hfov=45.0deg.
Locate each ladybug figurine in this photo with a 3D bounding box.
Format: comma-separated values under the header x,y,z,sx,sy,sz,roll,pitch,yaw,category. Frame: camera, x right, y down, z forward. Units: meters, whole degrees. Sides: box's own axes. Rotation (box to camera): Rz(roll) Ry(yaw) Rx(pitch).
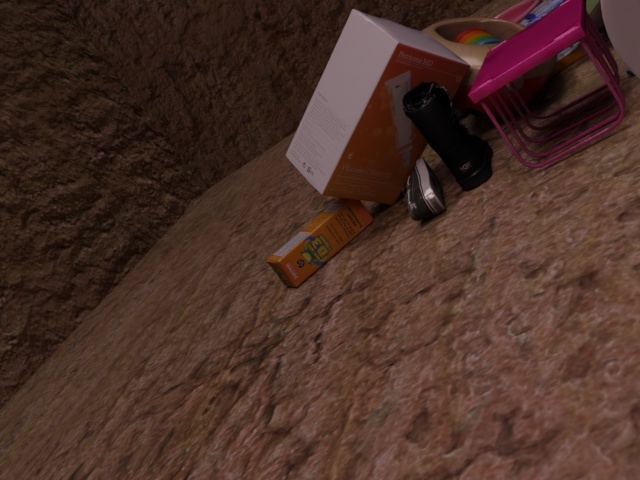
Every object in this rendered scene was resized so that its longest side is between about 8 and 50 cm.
x,y,z,sx,sy,sz,roll,pitch,yaw,category
0.367,-0.394,1.754,0.305,0.161,0.449,-4,27,-1,ladybug figurine

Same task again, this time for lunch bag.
x,y,z,sx,sy,sz,roll,pitch,yaw,category
0.597,-0.561,1.942,0.243,0.115,0.303,-35,6,19,lunch bag

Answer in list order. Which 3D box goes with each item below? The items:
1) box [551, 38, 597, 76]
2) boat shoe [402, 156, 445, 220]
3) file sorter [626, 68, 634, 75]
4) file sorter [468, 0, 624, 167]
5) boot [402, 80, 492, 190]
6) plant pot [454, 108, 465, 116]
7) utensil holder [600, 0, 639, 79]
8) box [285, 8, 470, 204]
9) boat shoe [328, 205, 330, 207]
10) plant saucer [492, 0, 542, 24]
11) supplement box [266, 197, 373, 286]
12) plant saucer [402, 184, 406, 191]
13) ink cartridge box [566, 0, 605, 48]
x,y,z,sx,sy,sz,roll,pitch,yaw,category
0.574,-0.429,1.788,0.136,0.028,0.081,-35,13,14,box
0.195,-0.102,1.524,0.070,0.077,0.219,-31,16,16,boat shoe
0.625,-0.390,1.378,0.170,0.104,0.118,-37,14,-7,file sorter
0.412,-0.278,1.359,0.202,0.182,0.290,-30,14,30,file sorter
0.249,-0.223,1.519,0.094,0.207,0.246,-32,14,17,boot
0.353,-0.423,2.038,0.165,0.165,0.234,-18,29,52,plant pot
0.596,-0.393,1.007,0.385,0.327,0.328,-44,16,-24,utensil holder
0.113,-0.268,1.606,0.168,0.215,0.345,50,124,40,box
0.021,-0.043,1.830,0.049,0.042,0.133,-27,18,27,boat shoe
0.544,-0.622,2.378,0.332,0.084,0.332,-34,13,9,plant saucer
0.000,0.000,1.662,0.233,0.078,0.080,-41,17,-16,supplement box
0.210,-0.131,1.711,0.083,0.015,0.083,-34,14,10,plant saucer
0.625,-0.535,1.719,0.235,0.056,0.171,-35,-19,-39,ink cartridge box
